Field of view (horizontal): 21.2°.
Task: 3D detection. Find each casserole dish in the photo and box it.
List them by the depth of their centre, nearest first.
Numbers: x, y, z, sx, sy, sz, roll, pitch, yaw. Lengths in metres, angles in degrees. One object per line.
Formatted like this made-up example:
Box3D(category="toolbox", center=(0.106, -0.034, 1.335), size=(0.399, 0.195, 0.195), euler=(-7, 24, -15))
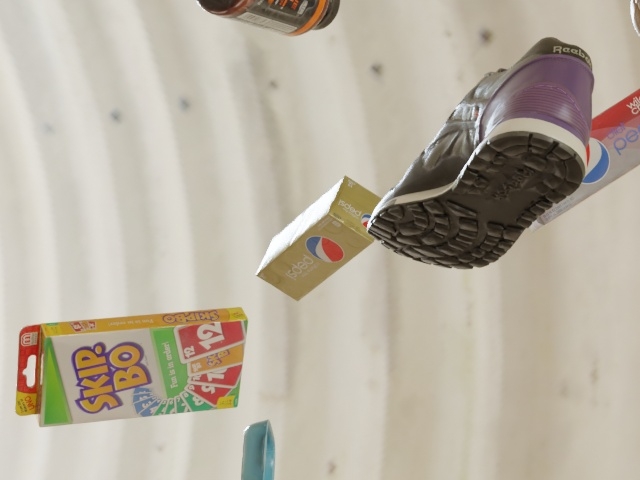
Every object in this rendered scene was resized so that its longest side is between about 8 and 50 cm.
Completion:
Box3D(category="casserole dish", center=(-0.088, 0.321, 2.432), size=(0.037, 0.114, 0.188), euler=(2, -21, 4))

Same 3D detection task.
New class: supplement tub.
Box3D(category="supplement tub", center=(-0.059, -0.306, 2.069), size=(0.106, 0.106, 0.198), euler=(21, 8, 35))

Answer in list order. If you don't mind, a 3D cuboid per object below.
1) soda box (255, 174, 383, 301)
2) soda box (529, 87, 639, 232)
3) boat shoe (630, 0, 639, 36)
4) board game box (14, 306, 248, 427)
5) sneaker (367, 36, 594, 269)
Box3D(category="soda box", center=(0.000, 0.000, 1.883), size=(0.061, 0.058, 0.181), euler=(32, -35, -13))
Box3D(category="soda box", center=(0.362, -0.116, 2.178), size=(0.083, 0.263, 0.092), euler=(57, -7, 4))
Box3D(category="boat shoe", center=(0.442, -0.191, 1.747), size=(0.285, 0.092, 0.103), euler=(43, -30, 36))
Box3D(category="board game box", center=(-0.213, 0.143, 1.938), size=(0.039, 0.259, 0.124), euler=(-122, -145, -55))
Box3D(category="sneaker", center=(0.142, -0.070, 1.420), size=(0.107, 0.124, 0.283), euler=(27, -29, -17))
